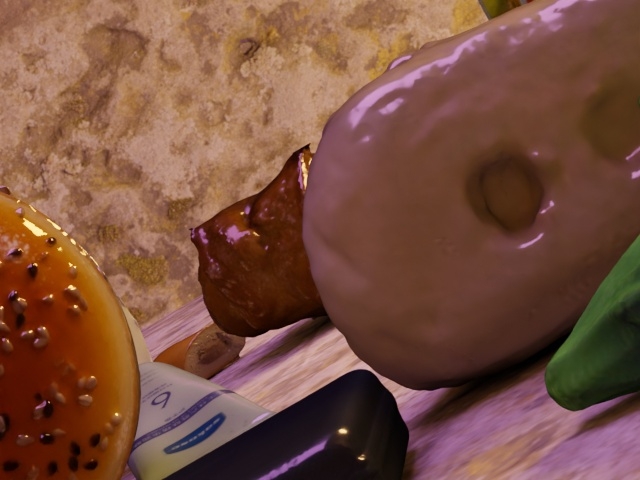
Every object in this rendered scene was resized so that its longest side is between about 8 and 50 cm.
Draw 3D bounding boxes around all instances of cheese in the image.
[{"bbox_3d":[0.113,-0.035,0.906,0.248,0.173,0.251,-31,8,-36],"label":"cheese"}]

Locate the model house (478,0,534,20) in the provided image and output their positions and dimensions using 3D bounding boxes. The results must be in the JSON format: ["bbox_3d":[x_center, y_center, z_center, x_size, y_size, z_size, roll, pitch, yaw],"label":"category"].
[{"bbox_3d":[0.312,-0.287,1.426,0.300,0.340,0.323,-29,2,-17],"label":"model house"}]

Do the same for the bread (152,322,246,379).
[{"bbox_3d":[-0.130,0.123,1.764,0.103,0.049,0.062,-32,3,17],"label":"bread"}]

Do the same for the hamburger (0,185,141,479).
[{"bbox_3d":[-0.265,0.102,1.159,0.300,0.300,0.176,-31,-12,-2],"label":"hamburger"}]

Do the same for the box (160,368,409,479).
[{"bbox_3d":[-0.066,0.143,0.794,0.230,0.050,0.160,-30,4,9],"label":"box"}]

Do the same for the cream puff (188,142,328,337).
[{"bbox_3d":[0.000,0.000,1.639,0.269,0.155,0.241,-37,-6,38],"label":"cream puff"}]

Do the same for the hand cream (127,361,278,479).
[{"bbox_3d":[-0.109,0.146,1.328,0.109,0.067,0.321,-30,10,-11],"label":"hand cream"}]

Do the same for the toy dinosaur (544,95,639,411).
[{"bbox_3d":[0.322,-0.126,0.662,0.500,0.144,0.374,-34,5,42],"label":"toy dinosaur"}]

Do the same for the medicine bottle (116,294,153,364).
[{"bbox_3d":[-0.340,0.170,1.676,0.332,0.190,0.190,-29,3,31],"label":"medicine bottle"}]
